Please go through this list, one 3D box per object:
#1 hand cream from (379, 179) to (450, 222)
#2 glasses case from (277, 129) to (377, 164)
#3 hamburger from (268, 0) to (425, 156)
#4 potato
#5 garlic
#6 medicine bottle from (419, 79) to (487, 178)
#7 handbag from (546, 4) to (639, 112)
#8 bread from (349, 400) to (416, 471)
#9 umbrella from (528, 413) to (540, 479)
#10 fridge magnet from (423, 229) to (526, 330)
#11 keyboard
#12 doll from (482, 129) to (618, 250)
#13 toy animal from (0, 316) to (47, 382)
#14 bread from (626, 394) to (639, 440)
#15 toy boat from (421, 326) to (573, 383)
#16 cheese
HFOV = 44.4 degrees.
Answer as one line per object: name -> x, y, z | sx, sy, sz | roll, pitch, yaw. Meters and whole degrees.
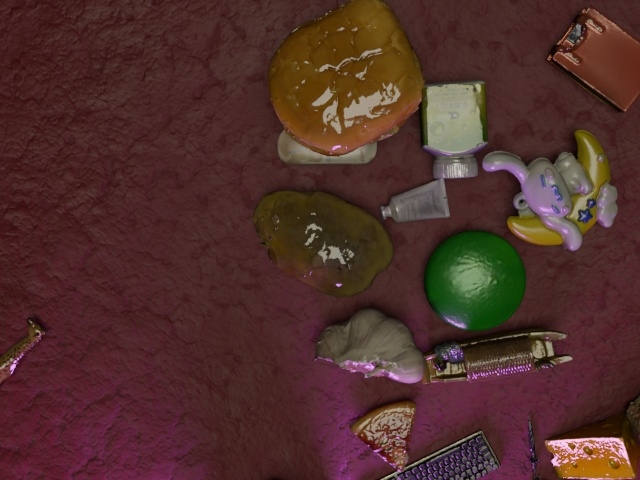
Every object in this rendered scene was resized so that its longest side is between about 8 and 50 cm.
hand cream -> 0.192, -0.073, 1.614 | 0.142, 0.053, 0.084 | -14, 110, -4
glasses case -> 0.014, -0.194, 1.603 | 0.204, 0.051, 0.081 | -1, 93, 3
hamburger -> 0.040, -0.314, 1.509 | 0.318, 0.158, 0.319 | -1, 83, 8
potato -> 0.000, 0.000, 1.588 | 0.296, 0.141, 0.192 | 25, 96, 2
garlic -> 0.106, 0.210, 1.595 | 0.229, 0.178, 0.143 | 15, 83, 17
medicine bottle -> 0.266, -0.220, 1.567 | 0.132, 0.088, 0.189 | -4, 97, 4
handbag -> 0.559, -0.357, 1.547 | 0.190, 0.063, 0.127 | 34, 99, -5
bread -> 0.129, 0.408, 1.675 | 0.135, 0.054, 0.154 | 7, 92, 1
umbrella -> 0.452, 0.445, 1.677 | 0.022, 0.022, 0.149 | -17, 98, -37
fridge magnet -> 0.314, 0.082, 1.603 | 0.207, 0.088, 0.208 | 0, 98, 2
keyboard -> 0.231, 0.523, 1.697 | 0.317, 0.027, 0.106 | -29, 94, 6
doll -> 0.467, -0.097, 1.556 | 0.237, 0.111, 0.252 | -23, 107, 3
toy animal -> -0.715, 0.261, 1.707 | 0.275, 0.054, 0.149 | -13, 93, 8
bread -> 0.796, 0.417, 1.543 | 0.315, 0.248, 0.279 | 40, 100, -6
toy boat -> 0.354, 0.240, 1.608 | 0.310, 0.115, 0.089 | -9, 97, 5
cheese -> 0.567, 0.443, 1.648 | 0.171, 0.126, 0.093 | -20, 95, 26
